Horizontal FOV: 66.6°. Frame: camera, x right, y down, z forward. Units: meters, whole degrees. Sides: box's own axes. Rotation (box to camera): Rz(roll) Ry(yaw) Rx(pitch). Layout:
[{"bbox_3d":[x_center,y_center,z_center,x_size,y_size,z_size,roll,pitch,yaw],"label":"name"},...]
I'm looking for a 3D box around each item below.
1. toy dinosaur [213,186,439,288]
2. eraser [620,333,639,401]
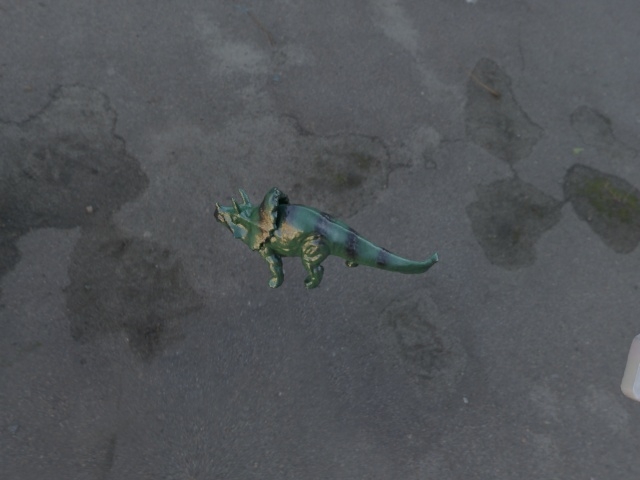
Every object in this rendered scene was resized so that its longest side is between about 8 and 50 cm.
[{"bbox_3d":[-0.006,0.014,0.629,0.291,0.120,0.079,25,32,2],"label":"toy dinosaur"},{"bbox_3d":[0.330,0.126,0.430,0.105,0.026,0.065,16,82,10],"label":"eraser"}]
